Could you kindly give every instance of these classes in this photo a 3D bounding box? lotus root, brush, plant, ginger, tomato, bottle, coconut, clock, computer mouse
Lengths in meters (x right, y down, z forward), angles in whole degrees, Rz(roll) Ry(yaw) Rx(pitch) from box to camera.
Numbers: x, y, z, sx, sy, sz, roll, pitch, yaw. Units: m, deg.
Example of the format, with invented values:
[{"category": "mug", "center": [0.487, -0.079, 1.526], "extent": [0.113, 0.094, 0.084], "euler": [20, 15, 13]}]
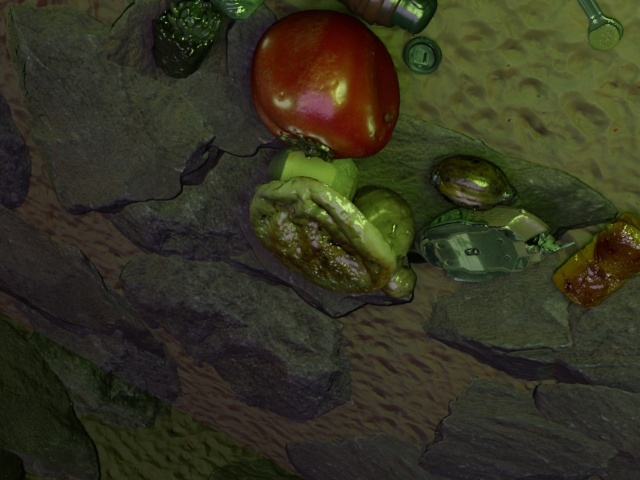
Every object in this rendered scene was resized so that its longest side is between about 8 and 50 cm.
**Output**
[{"category": "lotus root", "center": [0.345, -0.129, 1.660], "extent": [0.209, 0.120, 0.120], "euler": [18, 136, 13]}, {"category": "brush", "center": [0.467, -0.459, 1.346], "extent": [0.062, 0.027, 0.266], "euler": [-23, 114, 43]}, {"category": "plant", "center": [-0.316, -0.476, 1.709], "extent": [0.132, 0.129, 0.194], "euler": [36, 140, -4]}, {"category": "ginger", "center": [0.158, 0.004, 1.832], "extent": [0.245, 0.155, 0.304], "euler": [56, 170, 39]}, {"category": "tomato", "center": [0.011, -0.316, 1.536], "extent": [0.292, 0.290, 0.325], "euler": [9, 172, 34]}, {"category": "bottle", "center": [0.103, -0.506, 1.433], "extent": [0.271, 0.143, 0.156], "euler": [32, 163, 4]}, {"category": "coconut", "center": [-0.027, -0.141, 1.790], "extent": [0.241, 0.241, 0.241], "euler": [16, 135, 17]}, {"category": "clock", "center": [0.216, -0.391, 1.562], "extent": [0.085, 0.017, 0.085], "euler": [16, 135, 17]}, {"category": "computer mouse", "center": [0.401, -0.011, 1.730], "extent": [0.388, 0.115, 0.200], "euler": [-5, 134, 34]}]

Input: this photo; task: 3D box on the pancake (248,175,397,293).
[{"category": "pancake", "center": [0.000, 0.001, 1.694], "extent": [0.386, 0.082, 0.387], "euler": [21, 148, 14]}]

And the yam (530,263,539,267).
[{"category": "yam", "center": [0.499, 0.006, 1.755], "extent": [0.032, 0.032, 0.145], "euler": [4, 129, 27]}]

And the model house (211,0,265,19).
[{"category": "model house", "center": [-0.142, -0.637, 1.404], "extent": [0.267, 0.194, 0.325], "euler": [41, 139, -8]}]

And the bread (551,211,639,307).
[{"category": "bread", "center": [0.643, 0.049, 1.678], "extent": [0.139, 0.077, 0.271], "euler": [36, 140, 1]}]
